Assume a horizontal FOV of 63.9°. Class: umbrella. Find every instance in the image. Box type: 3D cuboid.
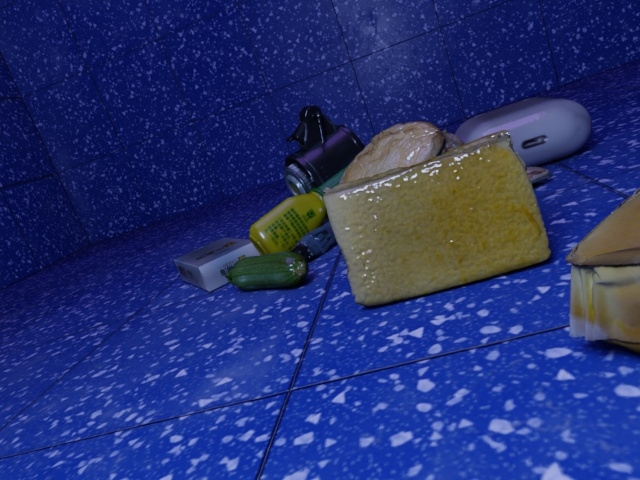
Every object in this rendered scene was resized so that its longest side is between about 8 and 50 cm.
[{"bbox_3d":[0.000,-0.002,1.134,0.052,0.053,0.250,-6,17,41],"label":"umbrella"}]

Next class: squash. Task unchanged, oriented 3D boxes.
[{"bbox_3d":[-0.103,0.060,0.998,0.219,0.068,0.077,-10,21,41],"label":"squash"}]

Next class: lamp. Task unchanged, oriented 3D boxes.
[{"bbox_3d":[0.025,-0.223,1.653,0.272,0.374,0.205,-55,27,-6],"label":"lamp"}]

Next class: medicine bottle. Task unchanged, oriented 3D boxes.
[{"bbox_3d":[-0.022,-0.070,1.185,0.309,0.111,0.076,-39,21,-15],"label":"medicine bottle"}]

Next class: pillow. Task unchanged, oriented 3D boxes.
[{"bbox_3d":[0.348,-0.098,1.050,0.233,0.043,0.126,-27,9,-19],"label":"pillow"}]

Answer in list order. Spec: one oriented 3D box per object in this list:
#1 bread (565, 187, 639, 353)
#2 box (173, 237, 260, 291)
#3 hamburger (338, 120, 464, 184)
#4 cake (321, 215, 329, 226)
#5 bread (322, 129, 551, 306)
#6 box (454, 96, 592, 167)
[{"bbox_3d":[0.335,0.011,0.464,0.241,0.107,0.136,-29,13,-35],"label":"bread"},{"bbox_3d":[-0.252,0.052,1.258,0.155,0.067,0.243,-28,15,-26],"label":"box"},{"bbox_3d":[0.133,-0.081,0.909,0.286,0.146,0.243,-47,25,18],"label":"hamburger"},{"bbox_3d":[0.034,-0.091,1.352,0.287,0.098,0.135,-7,18,46],"label":"cake"},{"bbox_3d":[0.157,-0.027,0.727,0.275,0.184,0.114,-17,7,12],"label":"bread"},{"bbox_3d":[0.491,-0.265,1.294,0.289,0.141,0.349,-18,13,12],"label":"box"}]
